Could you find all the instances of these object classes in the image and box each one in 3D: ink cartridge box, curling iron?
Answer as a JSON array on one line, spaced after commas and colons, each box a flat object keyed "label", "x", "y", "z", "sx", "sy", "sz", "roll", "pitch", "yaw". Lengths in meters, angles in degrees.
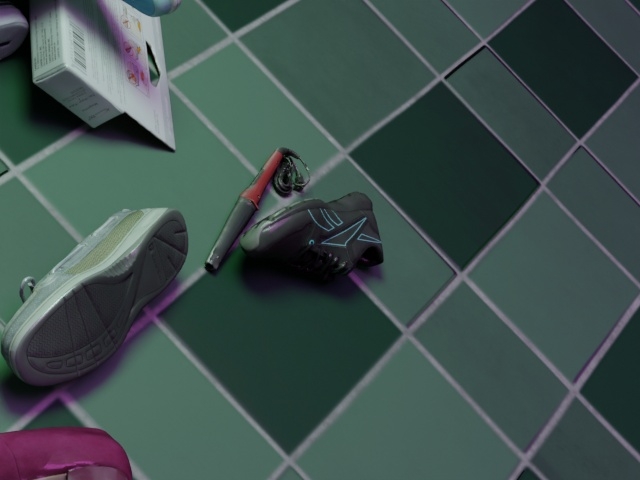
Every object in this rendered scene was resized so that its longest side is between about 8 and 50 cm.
[{"label": "ink cartridge box", "x": -0.302, "y": -0.272, "z": 1.882, "sx": 0.239, "sy": 0.060, "sz": 0.275, "roll": 41, "pitch": 32, "yaw": -50}, {"label": "curling iron", "x": -0.088, "y": -0.046, "z": 1.897, "sx": 0.068, "sy": 0.035, "sz": 0.274, "roll": 41, "pitch": 42, "yaw": -4}]

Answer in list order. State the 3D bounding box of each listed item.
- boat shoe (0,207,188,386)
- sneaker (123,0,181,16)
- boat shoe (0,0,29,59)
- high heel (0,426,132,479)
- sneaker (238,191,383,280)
[{"label": "boat shoe", "x": -0.278, "y": 0.059, "z": 1.632, "sx": 0.320, "sy": 0.103, "sz": 0.118, "roll": -51, "pitch": 139, "yaw": -45}, {"label": "sneaker", "x": -0.346, "y": -0.345, "z": 1.725, "sx": 0.319, "sy": 0.127, "sz": 0.208, "roll": 37, "pitch": 63, "yaw": -7}, {"label": "boat shoe", "x": -0.516, "y": -0.261, "z": 1.695, "sx": 0.119, "sy": 0.121, "sz": 0.335, "roll": 47, "pitch": 31, "yaw": 13}, {"label": "high heel", "x": -0.381, "y": 0.244, "z": 1.429, "sx": 0.377, "sy": 0.127, "sz": 0.181, "roll": 15, "pitch": 21, "yaw": -23}, {"label": "sneaker", "x": 0.000, "y": 0.000, "z": 1.873, "sx": 0.267, "sy": 0.101, "sz": 0.106, "roll": -13, "pitch": 76, "yaw": -50}]
